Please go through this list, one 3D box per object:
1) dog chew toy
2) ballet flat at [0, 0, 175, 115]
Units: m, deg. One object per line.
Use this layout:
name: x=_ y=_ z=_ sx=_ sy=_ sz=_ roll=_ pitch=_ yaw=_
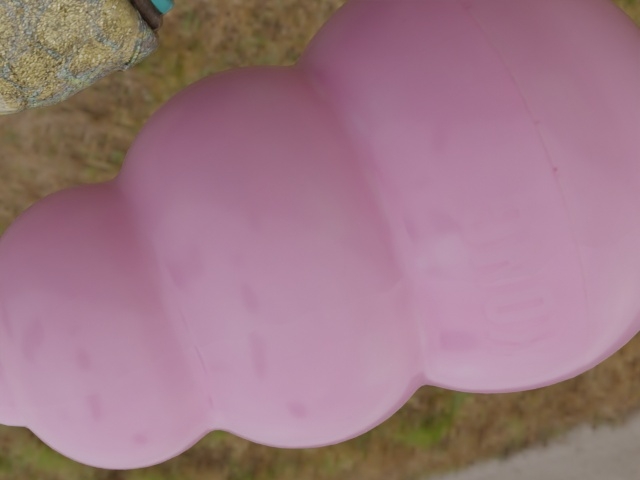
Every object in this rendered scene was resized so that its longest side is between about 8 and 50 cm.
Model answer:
dog chew toy: x=0.000 y=0.000 z=0.705 sx=0.332 sy=0.206 sz=0.206 roll=-22 pitch=159 yaw=-10
ballet flat: x=-0.167 y=-0.161 z=0.541 sx=0.123 sy=0.123 sz=0.348 roll=0 pitch=149 yaw=23
